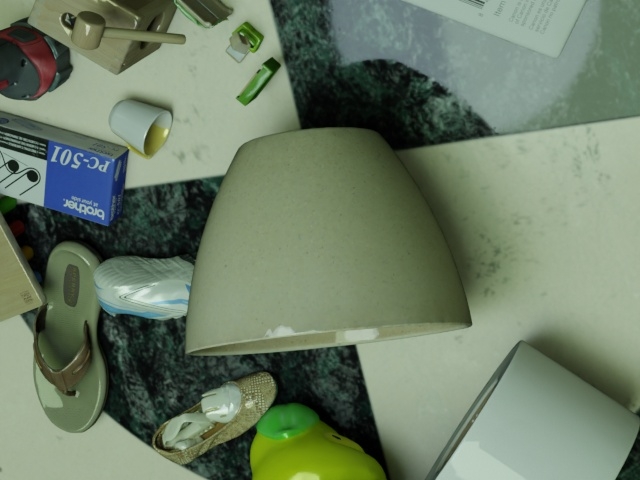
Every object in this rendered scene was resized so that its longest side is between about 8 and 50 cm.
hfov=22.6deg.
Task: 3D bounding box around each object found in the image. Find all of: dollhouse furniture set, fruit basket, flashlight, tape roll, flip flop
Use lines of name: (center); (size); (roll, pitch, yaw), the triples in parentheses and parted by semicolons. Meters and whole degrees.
dollhouse furniture set: (-0.121, -0.235, 1.905); (0.151, 0.076, 0.058); (42, 118, -1)
fruit basket: (0.042, 0.374, 1.989); (0.283, 0.392, 0.392); (-8, 108, 23)
flashlight: (-0.405, -0.183, 1.901); (0.103, 0.304, 0.103); (-19, 104, 27)
tape roll: (0.240, 0.262, 1.882); (0.169, 0.246, 0.246); (33, 119, 4)
flip flop: (-0.340, 0.134, 2.135); (0.112, 0.080, 0.277); (15, 116, 14)

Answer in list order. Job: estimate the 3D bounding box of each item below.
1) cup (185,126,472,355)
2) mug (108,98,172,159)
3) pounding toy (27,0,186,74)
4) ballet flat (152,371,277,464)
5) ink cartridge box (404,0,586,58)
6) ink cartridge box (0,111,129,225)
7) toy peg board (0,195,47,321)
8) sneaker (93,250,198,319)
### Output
cup: (0.000, 0.000, 1.852); (0.331, 0.331, 0.237); (-8, 83, 23)
mug: (-0.231, -0.139, 1.996); (0.064, 0.062, 0.078); (27, 112, 17)
pounding toy: (-0.247, -0.245, 1.873); (0.181, 0.206, 0.094); (31, 119, 6)
ballet flat: (-0.145, 0.234, 2.104); (0.206, 0.067, 0.073); (-40, 52, 28)
ink cartridge box: (0.123, -0.398, 1.648); (0.384, 0.160, 0.279); (21, 118, -7)
ink cartridge box: (-0.353, -0.096, 2.065); (0.207, 0.046, 0.097); (16, 117, 14)
toy peg board: (-0.445, 0.024, 2.127); (0.161, 0.079, 0.161); (-20, 103, 29)
sneaker: (-0.174, 0.064, 2.054); (0.237, 0.085, 0.086); (2, 138, 16)
